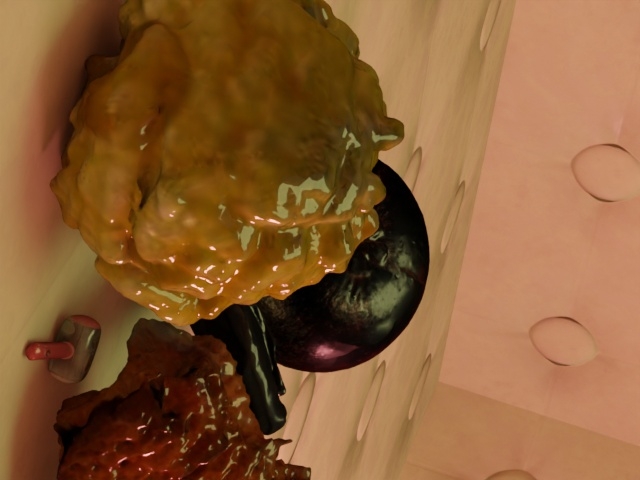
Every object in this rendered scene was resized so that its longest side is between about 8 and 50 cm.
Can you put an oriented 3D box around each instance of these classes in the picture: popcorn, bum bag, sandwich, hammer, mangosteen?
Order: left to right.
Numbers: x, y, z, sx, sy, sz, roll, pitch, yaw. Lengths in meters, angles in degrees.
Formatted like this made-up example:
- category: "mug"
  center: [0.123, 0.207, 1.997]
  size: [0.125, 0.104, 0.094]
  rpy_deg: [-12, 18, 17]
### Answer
- category: "hammer"
  center: [-0.191, 0.079, 1.369]
  size: [0.083, 0.031, 0.052]
  rpy_deg: [7, 101, -69]
- category: "sandwich"
  center: [-0.118, 0.192, 1.456]
  size: [0.162, 0.250, 0.301]
  rpy_deg: [-89, -178, -64]
- category: "bum bag"
  center: [-0.087, 0.058, 1.543]
  size: [0.248, 0.060, 0.123]
  rpy_deg: [-138, -149, -59]
- category: "popcorn"
  center: [-0.071, -0.065, 1.295]
  size: [0.225, 0.249, 0.249]
  rpy_deg: [-27, -143, 62]
- category: "mangosteen"
  center: [-0.007, 0.023, 1.783]
  size: [0.216, 0.216, 0.216]
  rpy_deg: [17, 90, -80]
